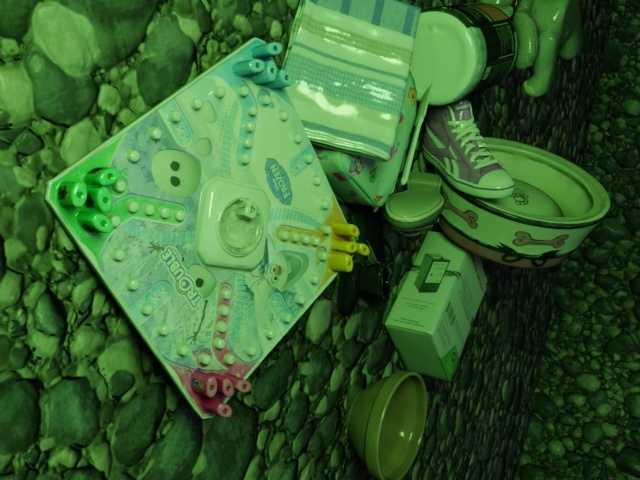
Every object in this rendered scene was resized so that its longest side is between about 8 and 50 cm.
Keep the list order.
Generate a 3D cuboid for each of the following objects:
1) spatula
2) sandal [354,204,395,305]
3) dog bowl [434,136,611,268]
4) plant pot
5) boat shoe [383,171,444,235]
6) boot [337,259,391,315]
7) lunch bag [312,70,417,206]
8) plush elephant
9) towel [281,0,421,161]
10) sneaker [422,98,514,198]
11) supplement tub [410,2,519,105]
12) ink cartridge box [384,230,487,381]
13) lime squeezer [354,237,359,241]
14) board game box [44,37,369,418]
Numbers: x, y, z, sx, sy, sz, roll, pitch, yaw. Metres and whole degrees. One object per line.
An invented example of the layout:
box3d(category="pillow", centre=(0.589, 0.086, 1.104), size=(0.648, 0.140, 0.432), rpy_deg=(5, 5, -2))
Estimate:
box3d(category="spatula", centre=(0.162, -0.174, 1.300), size=(0.019, 0.168, 0.242), rpy_deg=(25, 60, -12))
box3d(category="sandal", centre=(0.114, 0.027, 1.349), size=(0.097, 0.054, 0.255), rpy_deg=(-39, 128, -46))
box3d(category="dog bowl", centre=(0.452, -0.090, 1.561), size=(0.408, 0.408, 0.150), rpy_deg=(-36, 146, -48))
box3d(category="plant pot", centre=(0.131, 0.385, 1.406), size=(0.237, 0.109, 0.237), rpy_deg=(-21, 115, -54))
box3d(category="boat shoe", centre=(0.199, -0.059, 1.363), size=(0.335, 0.112, 0.096), rpy_deg=(-50, 146, -65))
box3d(category="boot", centre=(0.085, 0.094, 1.279), size=(0.045, 0.099, 0.121), rpy_deg=(-11, 106, -54))
box3d(category="lunch bag", centre=(0.072, -0.220, 1.182), size=(0.224, 0.107, 0.279), rpy_deg=(37, 66, -52))
box3d(category="plush elephant", centre=(0.501, -0.564, 1.669), size=(0.272, 0.255, 0.330), rpy_deg=(-51, 145, -26))
box3d(category="towel", centre=(0.043, -0.279, 1.066), size=(0.034, 0.209, 0.285), rpy_deg=(137, -33, -76))
box3d(category="sneaker", centre=(0.311, -0.207, 1.408), size=(0.102, 0.282, 0.161), rpy_deg=(-17, 130, -24))
box3d(category="supplement tub", centre=(0.304, -0.407, 1.420), size=(0.316, 0.193, 0.194), rpy_deg=(-29, 120, -50))
box3d(category="ink cartridge box", centre=(0.285, 0.152, 1.580), size=(0.289, 0.121, 0.211), rpy_deg=(-60, 141, -31))
box3d(category="lime squeezer", centre=(0.000, 0.000, 1.167), size=(0.310, 0.058, 0.110), rpy_deg=(-30, 121, -52))
box3d(category="board game box", centre=(-0.110, -0.019, 0.909), size=(0.390, 0.050, 0.390), rpy_deg=(-47, 125, -34))
